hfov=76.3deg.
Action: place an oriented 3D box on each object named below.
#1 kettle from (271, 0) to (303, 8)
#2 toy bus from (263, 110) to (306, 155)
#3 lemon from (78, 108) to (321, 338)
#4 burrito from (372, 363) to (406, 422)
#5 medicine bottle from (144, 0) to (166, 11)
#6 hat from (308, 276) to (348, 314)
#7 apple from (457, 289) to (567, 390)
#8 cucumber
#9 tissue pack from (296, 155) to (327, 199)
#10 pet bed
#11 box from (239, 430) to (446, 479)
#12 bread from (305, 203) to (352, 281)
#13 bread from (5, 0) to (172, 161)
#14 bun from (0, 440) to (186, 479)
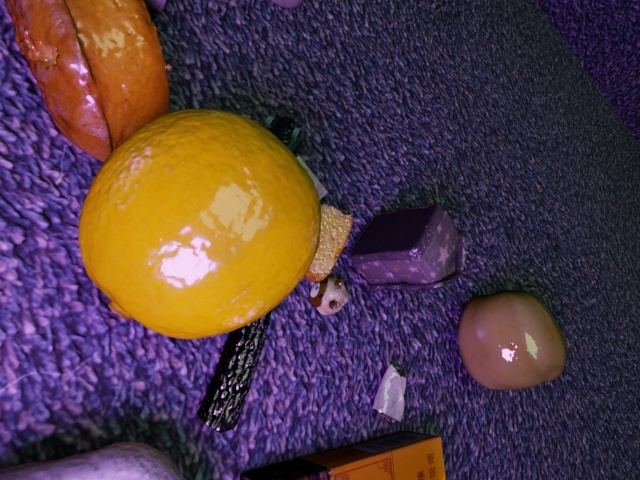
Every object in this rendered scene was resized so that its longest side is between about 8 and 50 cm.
[{"bbox_3d":[-0.044,-0.720,0.942,0.165,0.255,0.239,3,75,-33],"label":"kettle"},{"bbox_3d":[-0.100,-0.180,0.843,0.079,0.091,0.160,25,58,6],"label":"toy bus"},{"bbox_3d":[-0.168,-0.023,0.608,0.349,0.348,0.347,11,70,-33],"label":"lemon"},{"bbox_3d":[0.159,0.338,0.906,0.074,0.044,0.118,29,64,-22],"label":"burrito"},{"bbox_3d":[-0.421,-0.549,0.699,0.341,0.130,0.130,21,65,-30],"label":"medicine bottle"},{"bbox_3d":[0.024,0.116,0.868,0.076,0.059,0.077,53,49,-17],"label":"hat"},{"bbox_3d":[0.488,0.259,1.055,0.280,0.279,0.278,11,70,-33],"label":"apple"},{"bbox_3d":[-0.136,0.179,0.725,0.072,0.072,0.299,30,61,-25],"label":"cucumber"},{"bbox_3d":[-0.034,-0.134,0.919,0.108,0.023,0.056,50,54,-13],"label":"tissue pack"},{"bbox_3d":[0.200,0.031,0.924,0.159,0.211,0.183,52,52,-24],"label":"pet bed"},{"bbox_3d":[0.061,0.524,0.737,0.416,0.116,0.263,7,74,-35],"label":"box"},{"bbox_3d":[0.000,0.000,0.881,0.103,0.065,0.187,37,60,-20],"label":"bread"},{"bbox_3d":[-0.357,-0.312,0.644,0.195,0.179,0.339,-22,90,-38],"label":"bread"},{"bbox_3d":[-0.292,0.421,0.466,0.355,0.194,0.353,14,66,-33],"label":"bun"}]
